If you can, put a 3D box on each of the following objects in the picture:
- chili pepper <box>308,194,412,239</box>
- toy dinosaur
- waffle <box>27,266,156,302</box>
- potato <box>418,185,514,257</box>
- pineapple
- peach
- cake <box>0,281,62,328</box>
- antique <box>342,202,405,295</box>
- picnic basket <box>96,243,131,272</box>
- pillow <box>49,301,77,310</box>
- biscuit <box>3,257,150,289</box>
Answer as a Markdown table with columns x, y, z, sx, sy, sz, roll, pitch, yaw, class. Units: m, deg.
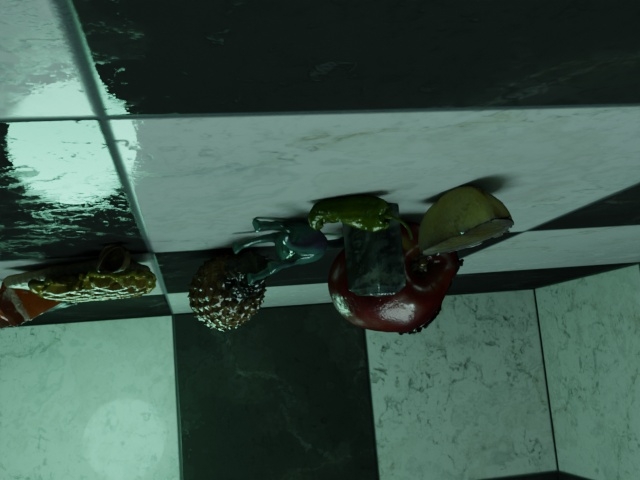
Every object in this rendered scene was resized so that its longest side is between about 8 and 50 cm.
| x | y | z | sx | sy | sz | roll | pitch | yaw | class |
| --- | --- | --- | --- | --- | --- | --- | --- | --- | --- |
| 0.080 | -0.050 | 1.379 | 0.203 | 0.073 | 0.072 | 4 | -168 | 18 | chili pepper |
| 0.000 | 0.000 | 1.612 | 0.330 | 0.129 | 0.383 | -10 | 176 | -26 | toy dinosaur |
| -0.553 | 0.113 | 1.825 | 0.300 | 0.058 | 0.281 | -6 | 169 | -1 | waffle |
| 0.297 | -0.047 | 1.426 | 0.138 | 0.098 | 0.243 | -3 | 165 | -32 | potato |
| -0.207 | 0.115 | 1.847 | 0.202 | 0.202 | 0.362 | 0 | 167 | -27 | pineapple |
| 0.129 | 0.075 | 1.692 | 0.201 | 0.258 | 0.361 | 24 | 164 | -33 | peach |
| -0.803 | 0.149 | 2.118 | 0.287 | 0.135 | 0.098 | -22 | 177 | -34 | cake |
| 0.107 | 0.021 | 1.468 | 0.086 | 0.183 | 0.088 | 4 | 166 | -43 | antique |
| -0.468 | 0.039 | 1.632 | 0.072 | 0.072 | 0.083 | -7 | 180 | 13 | picnic basket |
| -0.961 | 0.216 | 2.511 | 0.208 | 0.055 | 0.141 | -9 | 162 | 19 | pillow |
| -0.631 | 0.089 | 1.911 | 0.324 | 0.044 | 0.217 | -11 | 167 | 18 | biscuit |
